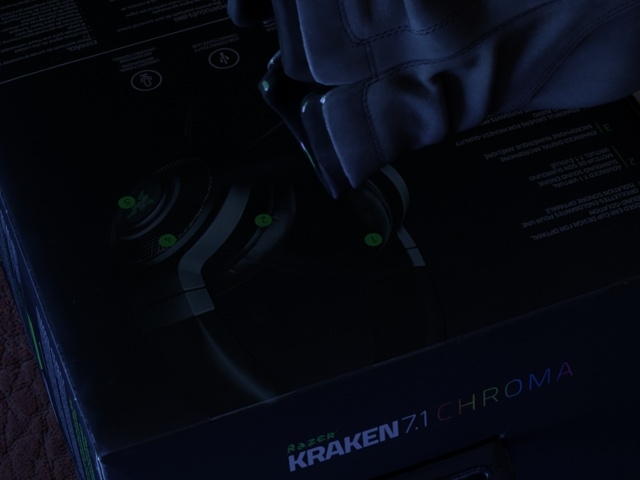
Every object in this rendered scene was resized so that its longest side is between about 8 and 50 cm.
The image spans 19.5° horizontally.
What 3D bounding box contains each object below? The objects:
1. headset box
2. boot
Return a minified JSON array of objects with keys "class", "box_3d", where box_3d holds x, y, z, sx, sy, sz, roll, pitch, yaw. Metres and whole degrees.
[{"class":"headset box","box_3d":[0.000,0.000,0.761,0.131,0.246,0.283,85,162,-46]},{"class":"boot","box_3d":[0.050,-0.116,0.551,0.246,0.161,0.083,84,164,-45]}]
